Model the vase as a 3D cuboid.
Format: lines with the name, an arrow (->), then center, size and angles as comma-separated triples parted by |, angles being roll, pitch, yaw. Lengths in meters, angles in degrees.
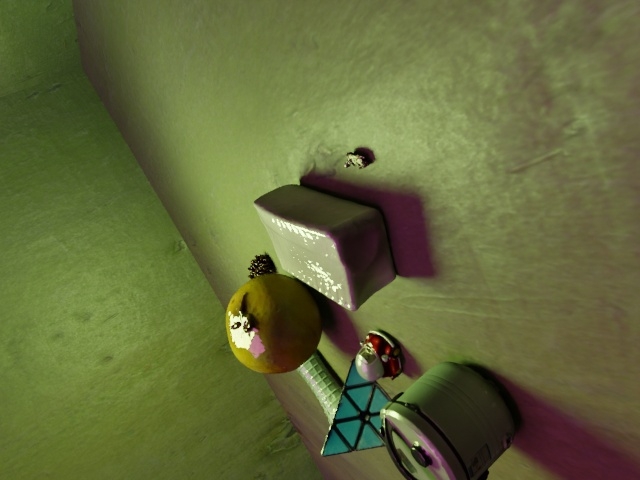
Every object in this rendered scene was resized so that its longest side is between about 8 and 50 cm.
vase -> 0.017, 0.565, 1.763 | 0.299, 0.143, 0.143 | 49, 156, 25

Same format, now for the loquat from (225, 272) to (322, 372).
loquat -> -0.138, 0.280, 1.531 | 0.328, 0.328, 0.359 | 41, -165, 35

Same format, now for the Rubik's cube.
Rubik's cube -> 0.148, 0.567, 1.487 | 0.229, 0.233, 0.228 | -56, 18, 27

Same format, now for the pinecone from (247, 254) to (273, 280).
pinecone -> -0.221, 0.107, 1.734 | 0.102, 0.102, 0.109 | 44, 126, 29

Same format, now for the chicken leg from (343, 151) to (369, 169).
chicken leg -> 0.067, -0.159, 0.906 | 0.083, 0.021, 0.036 | 18, 144, 58

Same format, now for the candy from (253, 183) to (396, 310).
candy -> 0.001, -0.003, 1.077 | 0.358, 0.145, 0.208 | 24, 141, 54

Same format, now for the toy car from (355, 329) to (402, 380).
toy car -> 0.148, 0.324, 1.226 | 0.112, 0.112, 0.139 | 21, 137, 54

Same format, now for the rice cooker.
rice cooker -> 0.251, 0.389, 0.939 | 0.226, 0.244, 0.226 | 40, 147, 33
